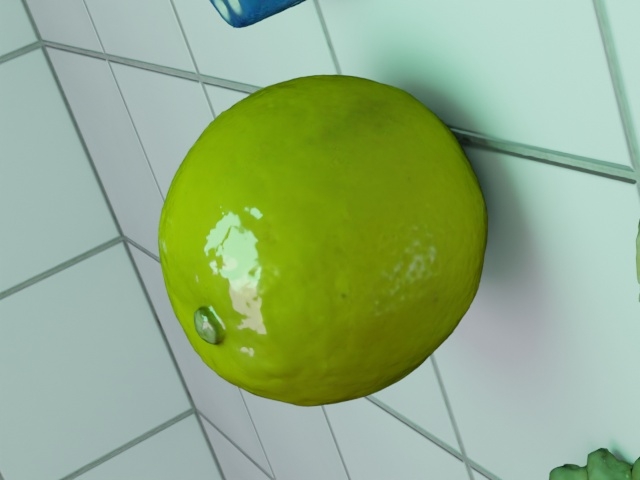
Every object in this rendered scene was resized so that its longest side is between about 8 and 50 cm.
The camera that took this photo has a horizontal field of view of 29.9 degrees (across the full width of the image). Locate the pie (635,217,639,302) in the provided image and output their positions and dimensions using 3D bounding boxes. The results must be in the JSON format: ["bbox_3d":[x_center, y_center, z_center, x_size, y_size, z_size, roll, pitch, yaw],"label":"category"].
[{"bbox_3d":[0.335,0.071,0.819,0.339,0.077,0.339,58,167,23],"label":"pie"}]

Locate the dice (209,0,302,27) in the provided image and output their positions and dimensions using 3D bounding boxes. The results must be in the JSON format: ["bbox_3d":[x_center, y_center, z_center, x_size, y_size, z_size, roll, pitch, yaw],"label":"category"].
[{"bbox_3d":[-0.055,-0.306,1.219,0.143,0.146,0.146,64,165,-9],"label":"dice"}]

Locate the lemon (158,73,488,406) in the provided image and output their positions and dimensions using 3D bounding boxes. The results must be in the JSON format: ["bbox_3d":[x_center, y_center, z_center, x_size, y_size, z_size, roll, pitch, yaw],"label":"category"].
[{"bbox_3d":[0.000,0.000,1.196,0.348,0.348,0.348,51,157,31],"label":"lemon"}]

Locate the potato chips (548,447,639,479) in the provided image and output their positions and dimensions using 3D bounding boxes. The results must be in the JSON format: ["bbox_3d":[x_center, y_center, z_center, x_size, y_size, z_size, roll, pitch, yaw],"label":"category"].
[{"bbox_3d":[0.270,0.424,1.140,0.358,0.070,0.429,123,147,-46],"label":"potato chips"}]
